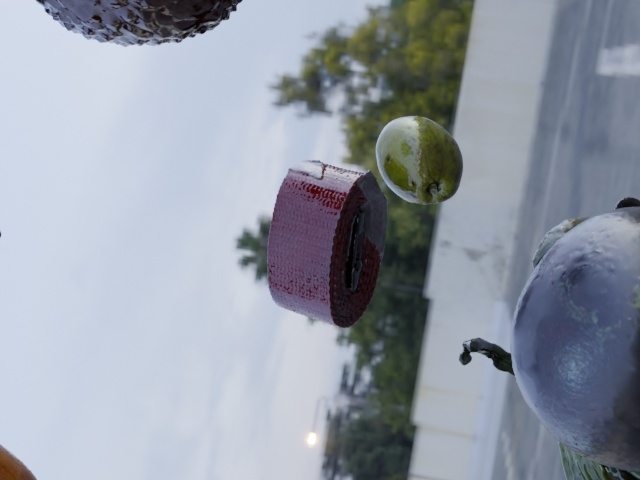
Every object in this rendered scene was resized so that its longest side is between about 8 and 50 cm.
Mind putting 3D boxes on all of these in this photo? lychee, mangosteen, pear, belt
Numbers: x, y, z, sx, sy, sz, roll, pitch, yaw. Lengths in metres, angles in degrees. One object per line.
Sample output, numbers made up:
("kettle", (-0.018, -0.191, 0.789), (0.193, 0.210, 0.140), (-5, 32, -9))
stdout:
("lychee", (-0.188, -0.321, 1.303), (0.260, 0.260, 0.260), (9, -90, -83))
("mangosteen", (0.325, 0.093, 1.313), (0.288, 0.288, 0.288), (9, -90, -83))
("pear", (0.125, -0.103, 1.623), (0.131, 0.107, 0.107), (-121, 27, -47))
("belt", (0.000, 0.000, 1.605), (0.128, 0.124, 0.201), (-16, -63, -56))

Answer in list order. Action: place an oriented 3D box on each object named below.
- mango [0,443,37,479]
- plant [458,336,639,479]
("mango", (-0.431, 0.283, 1.578), (0.102, 0.217, 0.141), (-53, -4, 1))
("plant", (0.339, 0.197, 1.627), (0.333, 0.180, 0.251), (54, -167, -5))
